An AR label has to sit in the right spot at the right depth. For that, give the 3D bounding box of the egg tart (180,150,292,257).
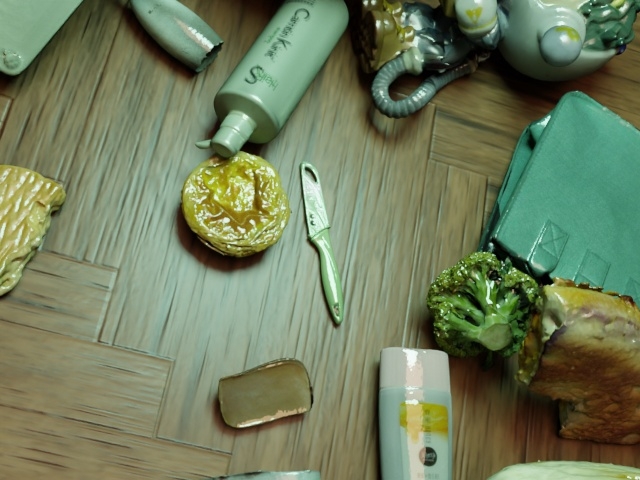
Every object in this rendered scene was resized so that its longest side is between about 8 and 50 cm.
[{"bbox_3d":[-0.095,-0.039,0.947,0.130,0.052,0.130,5,67,-13],"label":"egg tart"}]

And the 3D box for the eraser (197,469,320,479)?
[{"bbox_3d":[-0.071,0.332,0.760,0.081,0.174,0.227,23,57,-54],"label":"eraser"}]

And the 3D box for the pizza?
[{"bbox_3d":[0.308,0.137,0.922,0.305,0.161,0.086,44,30,-38],"label":"pizza"}]

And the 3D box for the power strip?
[{"bbox_3d":[-0.244,-0.347,0.900,0.091,0.062,0.385,41,100,-19],"label":"power strip"}]

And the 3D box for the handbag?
[{"bbox_3d":[0.343,-0.019,1.044,0.268,0.100,0.274,30,65,-7],"label":"handbag"}]

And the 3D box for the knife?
[{"bbox_3d":[0.000,0.000,0.981,0.030,0.014,0.207,-4,69,-18],"label":"knife"}]

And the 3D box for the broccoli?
[{"bbox_3d":[0.184,0.080,0.943,0.130,0.120,0.131,40,102,-16],"label":"broccoli"}]

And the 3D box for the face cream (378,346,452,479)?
[{"bbox_3d":[0.104,0.216,0.902,0.084,0.057,0.198,6,69,-14],"label":"face cream"}]

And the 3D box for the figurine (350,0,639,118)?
[{"bbox_3d":[0.237,-0.298,1.075,0.381,0.186,0.261,-6,60,-12],"label":"figurine"}]

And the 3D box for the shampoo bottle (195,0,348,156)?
[{"bbox_3d":[-0.054,-0.197,0.987,0.085,0.085,0.262,30,58,-3],"label":"shampoo bottle"}]

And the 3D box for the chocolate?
[{"bbox_3d":[-0.061,0.163,0.891,0.100,0.031,0.065,-15,92,-17],"label":"chocolate"}]

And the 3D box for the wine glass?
[{"bbox_3d":[-0.207,-0.282,1.007,0.198,0.066,0.066,40,64,-1],"label":"wine glass"}]

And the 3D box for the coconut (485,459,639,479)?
[{"bbox_3d":[0.207,0.390,0.704,0.415,0.415,0.345,-3,40,-17],"label":"coconut"}]

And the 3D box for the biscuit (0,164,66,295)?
[{"bbox_3d":[-0.377,0.008,0.859,0.144,0.033,0.224,28,65,-2],"label":"biscuit"}]
